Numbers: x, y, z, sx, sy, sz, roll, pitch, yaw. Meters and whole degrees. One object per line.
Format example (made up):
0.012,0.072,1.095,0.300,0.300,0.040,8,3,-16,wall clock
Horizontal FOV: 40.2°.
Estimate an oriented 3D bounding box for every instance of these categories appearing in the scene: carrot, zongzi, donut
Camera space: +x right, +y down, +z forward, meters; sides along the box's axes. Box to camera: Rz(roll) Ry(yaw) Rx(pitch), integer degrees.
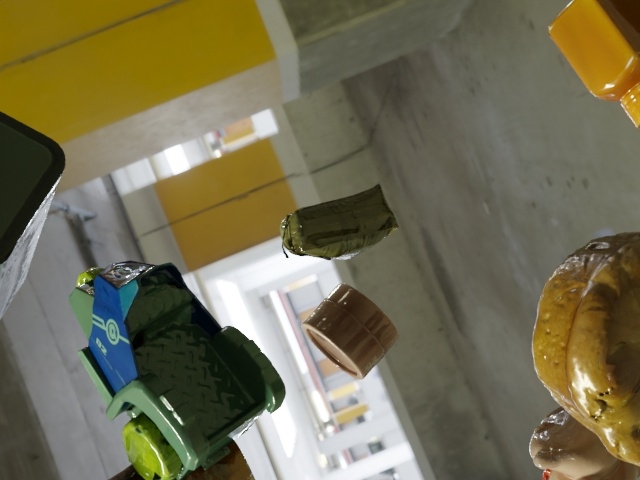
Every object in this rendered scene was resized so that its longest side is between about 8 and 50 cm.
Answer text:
-0.245,0.362,1.206,0.114,0.302,0.114,55,160,31,carrot
-0.002,0.002,1.468,0.094,0.205,0.204,68,152,14,zongzi
0.414,0.124,1.063,0.317,0.299,0.150,50,168,-22,donut

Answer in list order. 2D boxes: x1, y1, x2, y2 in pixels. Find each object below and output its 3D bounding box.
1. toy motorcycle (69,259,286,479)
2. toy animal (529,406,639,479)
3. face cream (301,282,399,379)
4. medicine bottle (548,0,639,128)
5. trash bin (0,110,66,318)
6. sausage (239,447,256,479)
-0.211,0.141,1.171,0.326,0.191,0.200,50,137,11,toy motorcycle
0.412,0.356,1.353,0.197,0.171,0.171,64,180,-23,toy animal
0.053,0.164,1.570,0.149,0.104,0.149,40,165,13,face cream
0.491,-0.297,1.406,0.222,0.149,0.112,60,139,15,medicine bottle
-0.440,-0.019,0.993,0.223,0.158,0.343,29,149,-10,trash bin
-0.163,0.507,1.640,0.123,0.123,0.347,130,117,-88,sausage
